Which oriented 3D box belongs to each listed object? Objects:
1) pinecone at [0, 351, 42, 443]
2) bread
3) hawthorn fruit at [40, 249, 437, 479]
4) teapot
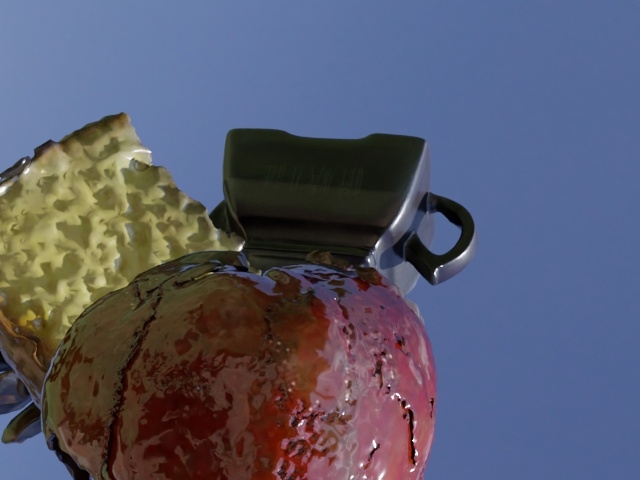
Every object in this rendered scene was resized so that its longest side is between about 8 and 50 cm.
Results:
[{"bbox_3d":[-0.212,0.060,1.377,0.202,0.201,0.229,-43,-173,-31],"label":"pinecone"},{"bbox_3d":[-0.082,0.068,0.896,0.129,0.260,0.134,-39,177,-23],"label":"bread"},{"bbox_3d":[-0.029,0.089,0.638,0.148,0.148,0.172,-17,-107,53],"label":"hawthorn fruit"},{"bbox_3d":[0.000,0.000,0.982,0.087,0.177,0.096,83,15,-45],"label":"teapot"}]
